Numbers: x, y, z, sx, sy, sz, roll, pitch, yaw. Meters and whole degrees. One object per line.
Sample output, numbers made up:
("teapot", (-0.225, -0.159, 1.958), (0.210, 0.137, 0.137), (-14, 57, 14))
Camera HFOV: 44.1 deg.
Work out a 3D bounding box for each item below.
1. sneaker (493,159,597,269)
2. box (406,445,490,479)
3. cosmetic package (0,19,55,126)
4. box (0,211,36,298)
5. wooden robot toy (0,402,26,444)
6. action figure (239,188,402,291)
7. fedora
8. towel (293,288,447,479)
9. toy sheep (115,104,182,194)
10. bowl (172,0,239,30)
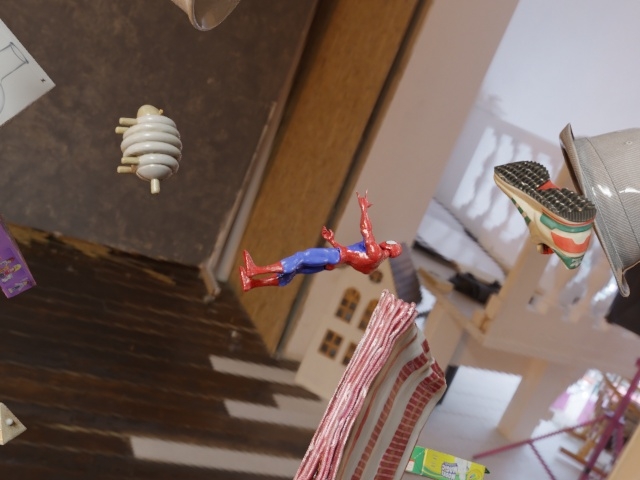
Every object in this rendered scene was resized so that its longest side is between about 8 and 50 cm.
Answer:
("sneaker", (0.225, -0.027, 0.822), (0.057, 0.075, 0.161), (-11, 29, -14))
("box", (0.170, 0.341, 1.200), (0.105, 0.043, 0.179), (-1, -19, 46))
("cosmetic package", (-0.715, -0.365, 1.464), (0.377, 0.097, 0.284), (53, 30, -20))
("box", (-0.584, -0.063, 1.324), (0.057, 0.293, 0.201), (-28, 53, -17))
("wooden robot toy", (-0.322, 0.119, 0.621), (0.173, 0.079, 0.076), (4, 13, -9))
("action figure", (0.000, 0.000, 1.344), (0.280, 0.091, 0.139), (-4, 64, -16))
("fedora", (0.426, -0.064, 1.090), (0.244, 0.124, 0.275), (63, 18, -17))
("towel", (0.062, 0.213, 0.834), (0.037, 0.237, 0.329), (21, -17, 23))
("toy sheep", (-0.233, -0.125, 1.085), (0.091, 0.132, 0.091), (-5, -13, -1))
("bowl", (-0.169, -0.473, 1.158), (0.134, 0.298, 0.298), (28, 14, 2))
